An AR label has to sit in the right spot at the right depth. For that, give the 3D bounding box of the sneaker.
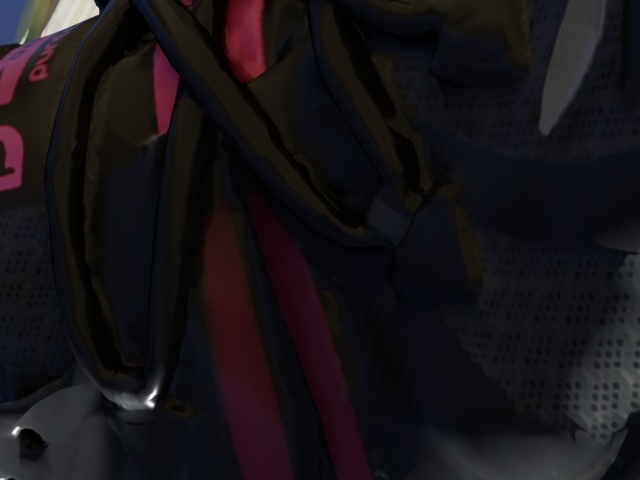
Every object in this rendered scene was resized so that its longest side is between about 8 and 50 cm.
[{"bbox_3d":[0.000,0.000,0.446,0.202,0.483,0.185,30,-141,-8],"label":"sneaker"}]

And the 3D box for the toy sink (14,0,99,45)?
[{"bbox_3d":[-0.050,-0.134,0.763,0.234,0.131,0.153,19,-136,-19],"label":"toy sink"}]
